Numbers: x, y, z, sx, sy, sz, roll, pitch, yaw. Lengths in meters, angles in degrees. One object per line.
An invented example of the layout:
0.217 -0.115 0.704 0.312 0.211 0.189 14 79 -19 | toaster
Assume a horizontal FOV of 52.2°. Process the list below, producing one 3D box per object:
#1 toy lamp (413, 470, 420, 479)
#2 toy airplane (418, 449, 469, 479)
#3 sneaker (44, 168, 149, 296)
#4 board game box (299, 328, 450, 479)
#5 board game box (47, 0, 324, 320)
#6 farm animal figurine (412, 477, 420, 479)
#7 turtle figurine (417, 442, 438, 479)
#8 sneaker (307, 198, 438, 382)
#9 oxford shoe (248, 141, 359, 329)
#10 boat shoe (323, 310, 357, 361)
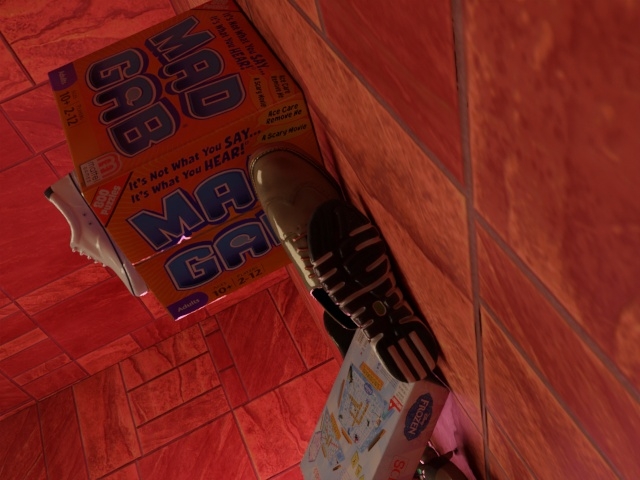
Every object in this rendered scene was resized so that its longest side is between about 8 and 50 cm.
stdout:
0.286 0.682 1.692 0.080 0.080 0.274 65 173 -15 | toy lamp
0.217 0.566 1.205 0.384 0.272 0.386 54 138 -4 | toy airplane
-0.395 -0.002 1.163 0.258 0.091 0.094 66 173 -21 | sneaker
0.075 0.330 1.115 0.065 0.318 0.318 21 -175 -14 | board game box
-0.218 -0.151 1.187 0.356 0.356 0.356 58 172 40 | board game box
0.178 0.594 1.623 0.326 0.330 0.172 23 153 29 | farm animal figurine
0.196 0.473 1.452 0.175 0.118 0.234 -1 110 37 | turtle figurine
0.065 0.078 0.972 0.281 0.106 0.162 63 177 5 | sneaker
0.000 0.000 1.019 0.348 0.123 0.130 56 -166 -36 | oxford shoe
0.107 0.267 1.379 0.120 0.122 0.324 64 -175 -54 | boat shoe
